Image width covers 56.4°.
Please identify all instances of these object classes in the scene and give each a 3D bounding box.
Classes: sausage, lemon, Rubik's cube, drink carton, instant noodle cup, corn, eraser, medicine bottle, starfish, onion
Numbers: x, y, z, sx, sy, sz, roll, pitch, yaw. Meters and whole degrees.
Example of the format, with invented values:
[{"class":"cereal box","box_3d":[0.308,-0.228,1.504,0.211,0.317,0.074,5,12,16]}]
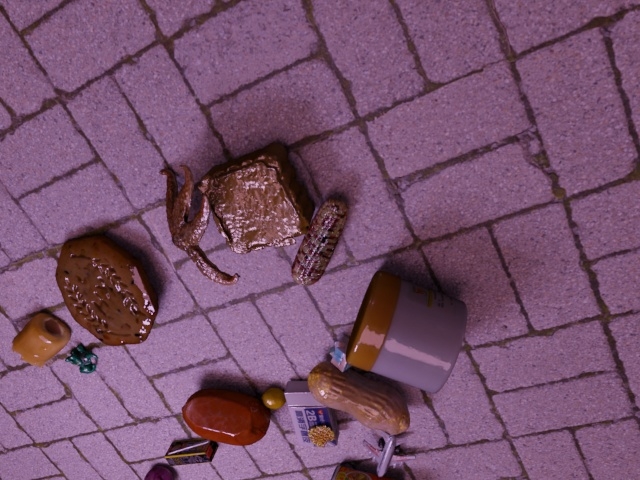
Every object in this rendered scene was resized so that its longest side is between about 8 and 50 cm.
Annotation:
[{"class":"sausage","box_3d":[-0.284,0.528,1.790,0.268,0.153,0.141,8,158,10]},{"class":"lemon","box_3d":[-0.135,0.469,1.771,0.083,0.062,0.062,10,124,-13]},{"class":"Rubik's cube","box_3d":[0.063,0.302,1.616,0.073,0.084,0.075,34,109,25]},{"class":"drink carton","box_3d":[-0.428,0.700,1.981,0.165,0.071,0.056,-14,118,20]},{"class":"instant noodle cup","box_3d":[0.131,0.791,1.830,0.212,0.193,0.193,16,123,15]},{"class":"corn","box_3d":[0.000,0.000,1.447,0.086,0.086,0.253,24,120,1]},{"class":"eraser","box_3d":[-0.024,0.512,1.764,0.124,0.068,0.210,-4,117,16]},{"class":"medicine bottle","box_3d":[0.203,0.218,1.430,0.232,0.238,0.238,20,123,1]},{"class":"starfish","box_3d":[-0.309,-0.025,1.426,0.375,0.094,0.327,-9,109,63]},{"class":"onion","box_3d":[-0.564,0.852,2.098,0.115,0.115,0.104,-6,162,18]}]

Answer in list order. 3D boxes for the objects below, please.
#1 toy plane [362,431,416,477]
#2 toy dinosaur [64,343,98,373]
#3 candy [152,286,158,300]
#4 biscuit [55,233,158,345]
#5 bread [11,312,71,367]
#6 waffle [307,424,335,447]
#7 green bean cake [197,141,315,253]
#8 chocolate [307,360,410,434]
[{"class":"toy plane","box_3d":[0.198,0.640,1.780,0.162,0.065,0.171,16,124,5]},{"class":"toy dinosaur","box_3d":[-0.748,0.381,1.894,0.132,0.059,0.096,-29,118,36]},{"class":"candy","box_3d":[-0.515,0.164,1.705,0.103,0.043,0.103,8,120,14]},{"class":"biscuit","box_3d":[-0.608,0.147,1.683,0.359,0.046,0.359,10,117,20]},{"class":"bread","box_3d":[-0.873,0.311,1.862,0.134,0.085,0.173,43,121,-12]},{"class":"waffle","box_3d":[0.004,0.569,1.741,0.085,0.016,0.078,-30,110,22]},{"class":"green bean cake","box_3d":[-0.146,-0.095,1.403,0.229,0.131,0.224,-16,115,21]},{"class":"chocolate","box_3d":[0.109,0.429,1.643,0.309,0.134,0.134,28,123,-1]}]
